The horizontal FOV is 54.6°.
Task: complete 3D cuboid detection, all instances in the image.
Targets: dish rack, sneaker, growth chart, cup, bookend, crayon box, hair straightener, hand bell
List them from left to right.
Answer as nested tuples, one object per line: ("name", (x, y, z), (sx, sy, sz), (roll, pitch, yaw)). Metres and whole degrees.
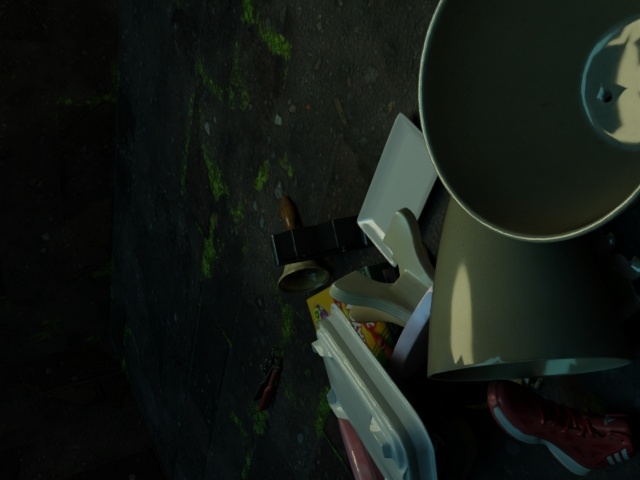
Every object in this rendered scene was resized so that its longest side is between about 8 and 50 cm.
("hair straightener", (-0.162, 0.392, 1.805), (0.089, 0.047, 0.231), (49, 137, 38))
("hand bell", (-0.064, -0.005, 1.508), (0.126, 0.126, 0.242), (125, 139, -49))
("bookend", (0.000, 0.000, 1.330), (0.157, 0.156, 0.072), (-16, 86, 57))
("crayon box", (0.076, 0.188, 1.339), (0.318, 0.081, 0.202), (-37, 69, 56))
("dish rack", (0.084, 0.299, 1.074), (0.333, 0.072, 0.286), (50, 159, 46))
("sneaker", (0.208, 0.480, 1.181), (0.108, 0.121, 0.302), (33, 126, 49))
("growth chart", (0.358, 0.037, 0.908), (0.237, 0.021, 0.172), (53, 139, 34))
("sneaker", (0.347, 0.243, 0.862), (0.128, 0.221, 0.087), (-39, 26, 43))
("cup", (0.310, -0.177, 0.713), (0.331, 0.236, 0.331), (21, 116, 53))

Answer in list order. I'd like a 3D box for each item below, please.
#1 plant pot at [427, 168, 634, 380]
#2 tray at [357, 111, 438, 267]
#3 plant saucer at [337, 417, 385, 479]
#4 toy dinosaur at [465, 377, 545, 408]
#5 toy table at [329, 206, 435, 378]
("plant pot", (0.263, 0.041, 0.846), (0.256, 0.256, 0.274), (-30, 57, 56))
("tray", (0.155, -0.092, 1.178), (0.145, 0.030, 0.270), (54, 140, 35))
("plant saucer", (0.122, 0.508, 1.264), (0.332, 0.084, 0.332), (162, 90, -85))
("toy dinosaur", (0.319, 0.251, 1.022), (0.183, 0.053, 0.093), (-63, 32, 35))
("toy table", (0.149, 0.090, 1.068), (0.161, 0.252, 0.274), (40, 119, 24))
